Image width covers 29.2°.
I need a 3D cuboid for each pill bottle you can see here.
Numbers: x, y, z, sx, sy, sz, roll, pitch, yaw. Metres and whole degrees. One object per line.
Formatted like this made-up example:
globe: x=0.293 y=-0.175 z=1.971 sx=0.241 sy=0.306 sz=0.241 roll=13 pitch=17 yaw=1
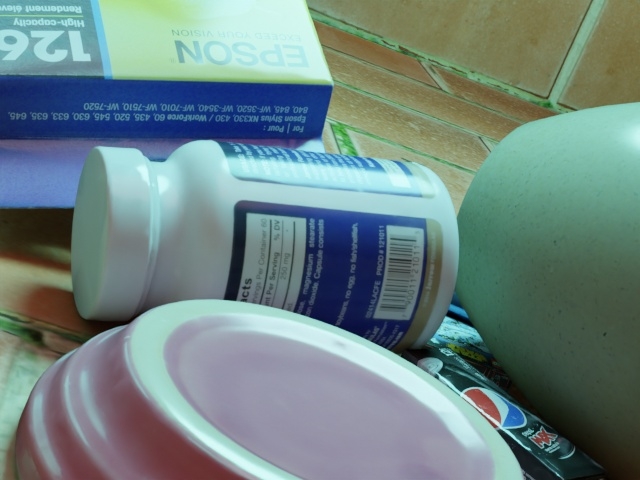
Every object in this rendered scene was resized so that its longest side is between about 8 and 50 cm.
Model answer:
pill bottle: x=-0.044 y=0.005 z=0.920 sx=0.265 sy=0.153 sz=0.153 roll=5 pitch=22 yaw=-22

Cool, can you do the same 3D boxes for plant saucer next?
plant saucer: x=-0.009 y=0.130 z=0.732 sx=0.332 sy=0.084 sz=0.332 roll=21 pitch=16 yaw=-6

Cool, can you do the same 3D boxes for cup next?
cup: x=0.249 y=0.019 z=1.007 sx=0.237 sy=0.331 sz=0.331 roll=27 pitch=17 yaw=33

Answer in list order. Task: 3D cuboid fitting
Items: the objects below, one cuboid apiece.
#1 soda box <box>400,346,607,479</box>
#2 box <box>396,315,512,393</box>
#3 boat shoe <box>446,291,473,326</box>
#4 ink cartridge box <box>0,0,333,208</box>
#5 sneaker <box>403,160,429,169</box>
soda box: x=0.121 y=0.144 z=0.890 sx=0.053 sy=0.060 sz=0.169 roll=2 pitch=26 yaw=-43
box: x=0.100 y=0.089 z=1.085 sx=0.137 sy=0.027 sz=0.094 roll=21 pitch=16 yaw=-5
boat shoe: x=0.113 y=0.019 z=1.168 sx=0.258 sy=0.089 sz=0.109 roll=26 pitch=-6 yaw=4
ink cartridge box: x=-0.150 y=-0.164 z=1.034 sx=0.304 sy=0.072 sz=0.307 roll=-2 pitch=51 yaw=-22
sneaker: x=0.000 y=0.000 z=1.091 sx=0.229 sy=0.086 sz=0.132 roll=-8 pitch=48 yaw=2
